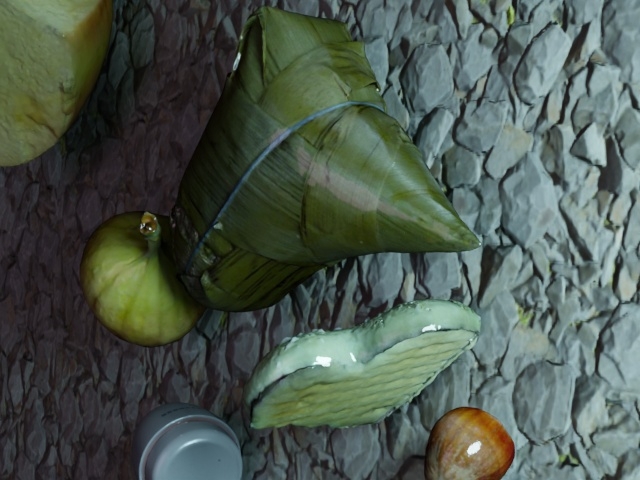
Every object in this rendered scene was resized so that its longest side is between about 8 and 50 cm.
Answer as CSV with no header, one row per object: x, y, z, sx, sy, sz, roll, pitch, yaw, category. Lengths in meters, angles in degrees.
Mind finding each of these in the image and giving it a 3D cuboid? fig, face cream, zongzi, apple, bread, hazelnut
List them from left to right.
-0.409,-0.261,2.078,0.309,0.252,0.314,118,142,-48,apple
-0.202,0.037,1.762,0.143,0.231,0.160,-29,82,7,fig
-0.147,0.237,1.750,0.104,0.117,0.117,36,116,61,face cream
0.000,0.000,1.546,0.360,0.160,0.323,51,132,37,zongzi
0.041,0.116,1.485,0.232,0.172,0.064,-21,61,5,bread
0.126,0.186,1.392,0.086,0.086,0.086,-10,78,55,hazelnut
